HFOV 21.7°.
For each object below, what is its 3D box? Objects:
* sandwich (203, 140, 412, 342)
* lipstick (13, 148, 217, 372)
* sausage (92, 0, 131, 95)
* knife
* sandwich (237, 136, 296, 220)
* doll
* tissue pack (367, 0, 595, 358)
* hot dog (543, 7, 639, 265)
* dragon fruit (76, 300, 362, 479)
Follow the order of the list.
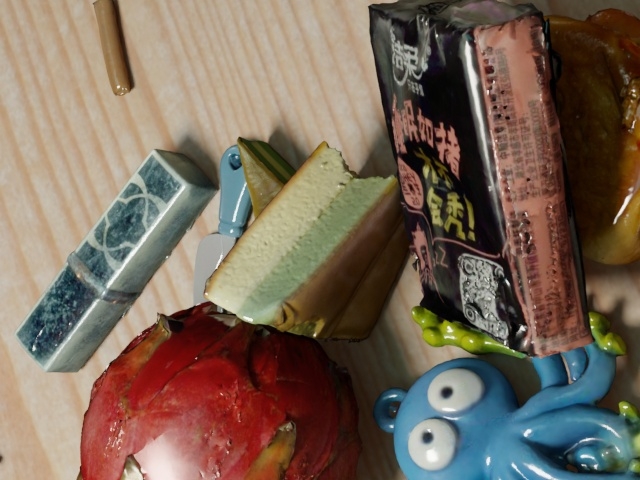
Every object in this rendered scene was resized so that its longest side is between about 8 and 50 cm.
[{"bbox_3d":[0.000,0.000,1.699,0.108,0.220,0.186,27,101,28],"label":"sandwich"},{"bbox_3d":[-0.234,0.023,1.904,0.077,0.076,0.290,45,105,24],"label":"lipstick"},{"bbox_3d":[-0.243,-0.225,1.948,0.026,0.026,0.116,-17,80,26],"label":"sausage"},{"bbox_3d":[-0.113,0.010,1.871,0.058,0.032,0.244,19,101,25],"label":"knife"},{"bbox_3d":[-0.060,-0.047,1.815,0.116,0.074,0.074,46,108,23],"label":"sandwich"},{"bbox_3d":[0.182,0.214,1.620,0.341,0.099,0.346,13,78,39],"label":"doll"},{"bbox_3d":[0.157,-0.071,1.570,0.245,0.123,0.332,-151,46,-63],"label":"tissue pack"},{"bbox_3d":[0.290,-0.113,1.595,0.153,0.150,0.257,-26,75,34],"label":"hot dog"},{"bbox_3d":[-0.102,0.219,1.714,0.295,0.295,0.302,13,87,28],"label":"dragon fruit"}]
